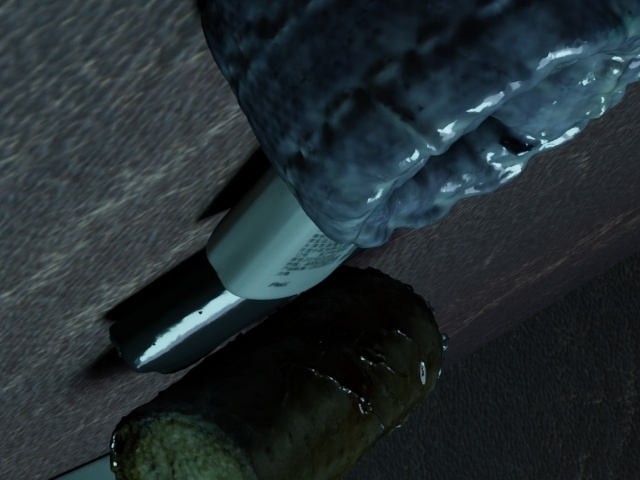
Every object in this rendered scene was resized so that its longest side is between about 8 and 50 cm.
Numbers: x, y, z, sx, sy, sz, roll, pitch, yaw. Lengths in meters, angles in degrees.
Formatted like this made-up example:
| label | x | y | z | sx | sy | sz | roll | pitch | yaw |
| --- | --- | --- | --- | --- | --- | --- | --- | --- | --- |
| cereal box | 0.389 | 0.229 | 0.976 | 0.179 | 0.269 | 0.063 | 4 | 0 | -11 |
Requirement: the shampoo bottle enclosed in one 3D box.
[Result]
| label | x | y | z | sx | sy | sz | roll | pitch | yaw |
| --- | --- | --- | --- | --- | --- | --- | --- | --- | --- |
| shampoo bottle | 0.026 | -0.046 | 0.721 | 0.086 | 0.056 | 0.227 | -26 | 168 | -37 |

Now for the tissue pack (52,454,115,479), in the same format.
| label | x | y | z | sx | sy | sz | roll | pitch | yaw |
| --- | --- | --- | --- | --- | --- | --- | --- | --- | --- |
| tissue pack | -0.228 | 0.300 | 1.367 | 0.246 | 0.136 | 0.159 | -40 | 167 | 34 |

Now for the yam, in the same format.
| label | x | y | z | sx | sy | sz | roll | pitch | yaw |
| --- | --- | --- | --- | --- | --- | --- | --- | --- | --- |
| yam | -0.024 | 0.111 | 1.040 | 0.131 | 0.131 | 0.279 | -39 | 176 | 32 |

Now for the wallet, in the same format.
| label | x | y | z | sx | sy | sz | roll | pitch | yaw |
| --- | --- | --- | --- | --- | --- | --- | --- | --- | --- |
| wallet | 0.000 | 0.000 | 0.908 | 0.250 | 0.044 | 0.149 | -34 | 174 | 3 |

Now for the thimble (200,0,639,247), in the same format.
| label | x | y | z | sx | sy | sz | roll | pitch | yaw |
| --- | --- | --- | --- | --- | --- | --- | --- | --- | --- |
| thimble | 0.040 | -0.071 | 0.529 | 0.150 | 0.098 | 0.150 | -31 | 170 | -6 |
